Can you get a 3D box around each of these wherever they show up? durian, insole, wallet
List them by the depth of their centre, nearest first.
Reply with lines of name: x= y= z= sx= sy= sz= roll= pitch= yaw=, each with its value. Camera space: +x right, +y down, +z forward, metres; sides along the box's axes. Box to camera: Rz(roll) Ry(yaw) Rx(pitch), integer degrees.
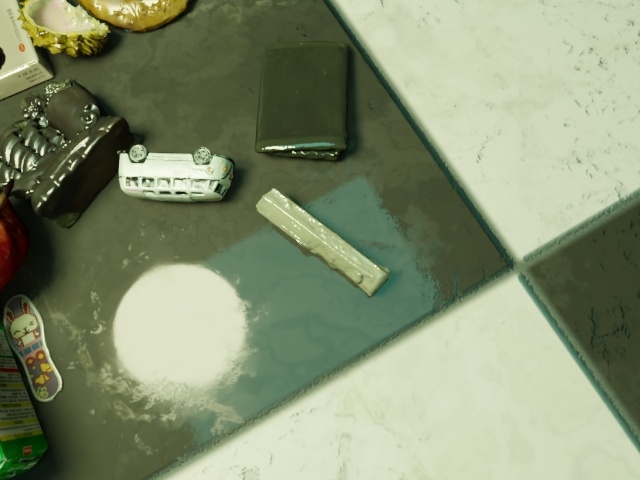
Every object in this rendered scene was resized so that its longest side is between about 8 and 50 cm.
insole: x=-0.488 y=0.180 z=0.827 sx=0.065 sy=0.004 sz=0.197 roll=-28 pitch=75 yaw=-5
wallet: x=-0.030 y=-0.264 z=0.906 sx=0.169 sy=0.052 sz=0.244 roll=2 pitch=71 yaw=3
durian: x=-0.510 y=-0.416 z=0.946 sx=0.140 sy=0.078 sz=0.224 roll=-28 pitch=63 yaw=-32

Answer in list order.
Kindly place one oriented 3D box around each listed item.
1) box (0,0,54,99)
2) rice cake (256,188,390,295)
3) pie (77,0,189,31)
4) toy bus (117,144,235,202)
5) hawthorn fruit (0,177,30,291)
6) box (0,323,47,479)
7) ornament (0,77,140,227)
box: x=-0.692 y=-0.432 z=0.970 sx=0.215 sy=0.069 sz=0.352 roll=-25 pitch=77 yaw=-4
rice cake: x=0.000 y=0.000 z=0.832 sx=0.256 sy=0.052 sz=0.057 roll=37 pitch=109 yaw=11
pie: x=-0.379 y=-0.537 z=0.982 sx=0.274 sy=0.069 sz=0.273 roll=0 pitch=73 yaw=-1
toy bus: x=-0.250 y=-0.112 z=0.856 sx=0.194 sy=0.087 sz=0.088 roll=2 pitch=82 yaw=3
hawthorn fruit: x=-0.578 y=-0.012 z=0.743 sx=0.300 sy=0.254 sz=0.254 roll=-39 pitch=76 yaw=12
box: x=-0.516 y=0.237 z=0.726 sx=0.103 sy=0.180 sz=0.249 roll=-25 pitch=77 yaw=-16
ornament: x=-0.491 y=-0.181 z=0.883 sx=0.261 sy=0.106 sz=0.251 roll=32 pitch=76 yaw=15
